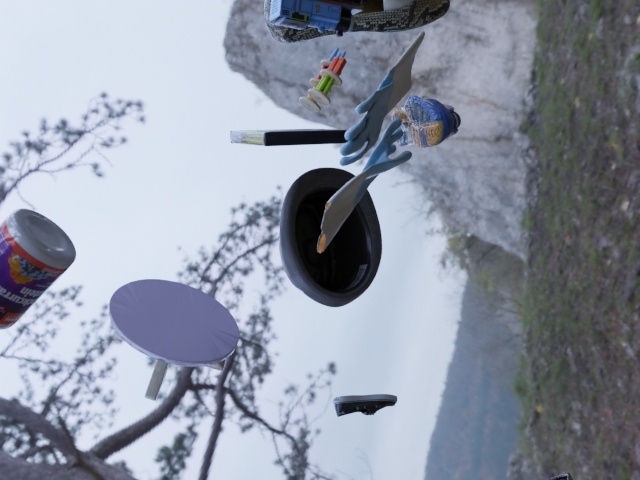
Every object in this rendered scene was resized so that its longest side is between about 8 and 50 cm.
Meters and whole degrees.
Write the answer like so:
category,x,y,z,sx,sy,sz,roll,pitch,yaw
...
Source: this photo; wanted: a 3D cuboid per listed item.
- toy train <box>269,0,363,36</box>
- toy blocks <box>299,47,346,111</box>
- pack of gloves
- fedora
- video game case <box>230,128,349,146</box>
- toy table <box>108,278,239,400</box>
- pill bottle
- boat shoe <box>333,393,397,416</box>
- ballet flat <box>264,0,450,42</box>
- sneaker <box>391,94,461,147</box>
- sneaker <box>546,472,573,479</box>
category,x,y,z,sx,sy,sz,roll,pitch,yaw
toy train,-0.008,-0.448,1.329,0.080,0.184,0.105,-162,77,-66
toy blocks,0.021,-0.356,1.503,0.148,0.054,0.123,-61,14,-11
pack of gloves,0.078,-0.113,0.842,0.232,0.046,0.195,-54,-17,-43
fedora,0.000,0.000,1.423,0.244,0.124,0.275,-11,-93,-35
video game case,-0.055,-0.258,1.741,0.248,0.275,0.035,-161,68,-63
toy table,-0.322,0.203,1.522,0.252,0.274,0.161,-61,-1,-37
pill bottle,-0.446,0.057,0.988,0.193,0.108,0.108,-44,-12,10
boat shoe,0.091,0.334,1.421,0.049,0.142,0.040,137,132,-59
ballet flat,0.092,-0.610,1.777,0.182,0.483,0.163,76,-173,-65
sneaker,0.248,-0.264,1.518,0.296,0.131,0.111,-130,30,-78
sneaker,0.336,0.370,0.895,0.083,0.118,0.222,-24,-12,-8
